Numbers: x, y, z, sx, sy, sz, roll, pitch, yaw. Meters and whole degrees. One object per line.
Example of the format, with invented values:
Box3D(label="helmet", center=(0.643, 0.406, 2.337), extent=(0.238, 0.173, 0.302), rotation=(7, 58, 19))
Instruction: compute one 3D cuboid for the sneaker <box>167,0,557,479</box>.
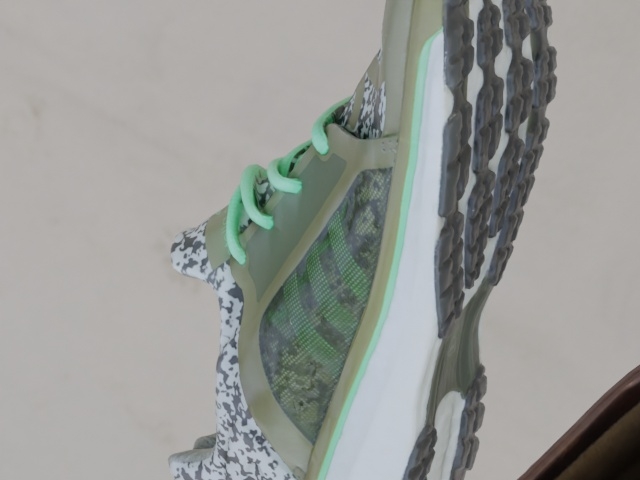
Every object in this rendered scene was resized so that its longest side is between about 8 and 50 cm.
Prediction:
Box3D(label="sneaker", center=(0.000, 0.000, 0.963), extent=(0.182, 0.158, 0.410), rotation=(17, 109, 20))

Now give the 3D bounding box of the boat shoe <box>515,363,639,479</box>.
Box3D(label="boat shoe", center=(0.016, 0.119, 0.416), extent=(0.123, 0.342, 0.123), rotation=(-2, 110, 50))
